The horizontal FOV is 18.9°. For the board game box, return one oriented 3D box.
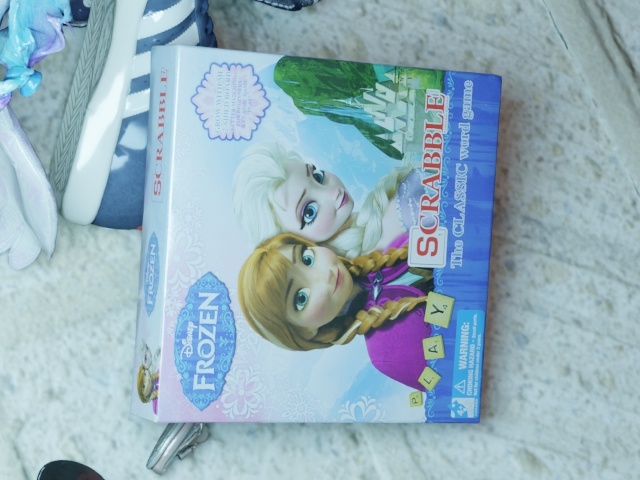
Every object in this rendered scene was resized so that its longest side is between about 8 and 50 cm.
[{"bbox_3d":[0.000,0.000,1.679,0.318,0.066,0.319,2,92,-26],"label":"board game box"}]

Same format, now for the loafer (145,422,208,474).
[{"bbox_3d":[-0.107,0.157,1.694,0.039,0.045,0.125,36,62,-8],"label":"loafer"}]

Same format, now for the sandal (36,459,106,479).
[{"bbox_3d":[-0.186,0.264,1.631,0.067,0.040,0.179,-20,77,-21],"label":"sandal"}]

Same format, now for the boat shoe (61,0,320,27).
[{"bbox_3d":[-0.168,-0.252,1.797,0.340,0.127,0.158,22,79,-5],"label":"boat shoe"}]

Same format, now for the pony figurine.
[{"bbox_3d":[-0.305,-0.166,1.579,0.302,0.351,0.363,27,69,-3],"label":"pony figurine"}]

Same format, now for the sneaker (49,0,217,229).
[{"bbox_3d":[-0.129,-0.173,1.708,0.148,0.131,0.350,12,107,-20],"label":"sneaker"}]
